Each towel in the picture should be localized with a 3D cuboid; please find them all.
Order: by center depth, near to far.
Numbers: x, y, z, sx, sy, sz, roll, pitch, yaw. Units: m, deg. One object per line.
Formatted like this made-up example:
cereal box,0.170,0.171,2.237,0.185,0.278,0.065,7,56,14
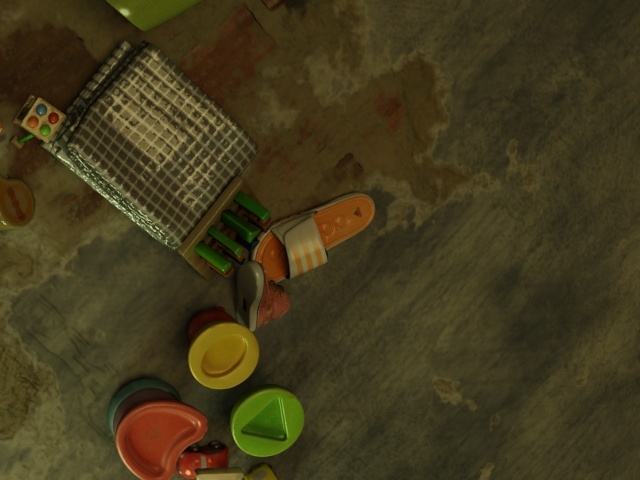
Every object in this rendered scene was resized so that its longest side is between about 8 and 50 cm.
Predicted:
towel,-0.266,-0.154,1.793,0.283,0.121,0.235,43,79,-27

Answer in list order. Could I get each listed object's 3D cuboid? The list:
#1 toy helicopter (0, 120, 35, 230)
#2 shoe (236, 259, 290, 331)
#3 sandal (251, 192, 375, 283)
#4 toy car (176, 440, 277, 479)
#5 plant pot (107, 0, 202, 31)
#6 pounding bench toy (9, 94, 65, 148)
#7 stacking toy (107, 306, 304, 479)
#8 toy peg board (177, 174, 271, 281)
toy helicopter,-0.551,-0.142,1.645,0.355,0.140,0.235,46,48,-44
shoe,-0.097,0.086,1.931,0.081,0.063,0.178,-23,146,-26
sandal,-0.003,-0.010,1.984,0.265,0.076,0.102,-30,112,-18
toy car,-0.116,0.373,2.019,0.239,0.053,0.225,34,84,-29
plant pot,-0.220,-0.473,1.695,0.293,0.275,0.275,-46,118,7
pounding bench toy,-0.445,-0.176,1.726,0.052,0.065,0.083,35,84,-29
stacking toy,-0.198,0.288,1.930,0.309,0.130,0.279,-44,118,0
toy peg board,-0.140,-0.001,1.864,0.161,0.079,0.161,-52,161,-8
